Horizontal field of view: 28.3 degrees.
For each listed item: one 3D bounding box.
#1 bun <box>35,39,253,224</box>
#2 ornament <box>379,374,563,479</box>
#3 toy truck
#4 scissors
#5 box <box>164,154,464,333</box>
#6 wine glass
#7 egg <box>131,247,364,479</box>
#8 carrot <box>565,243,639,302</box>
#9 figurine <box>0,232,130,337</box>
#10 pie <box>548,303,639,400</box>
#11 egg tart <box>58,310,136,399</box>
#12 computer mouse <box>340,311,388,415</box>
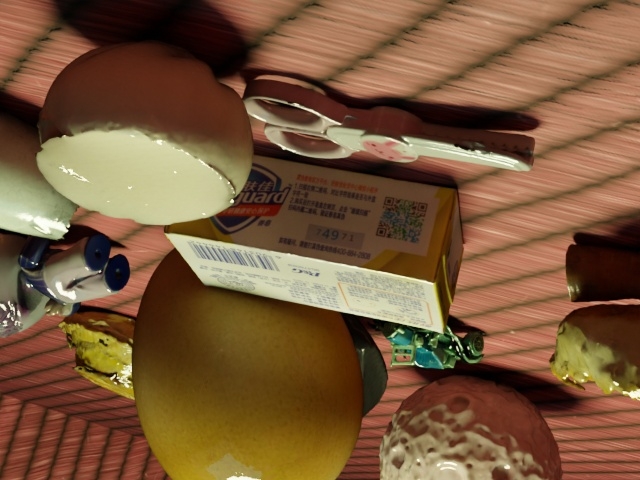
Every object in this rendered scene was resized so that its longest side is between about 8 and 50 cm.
[{"bbox_3d":[-0.133,-0.095,1.006,0.173,0.120,0.173,8,156,4],"label":"bun"},{"bbox_3d":[0.215,0.309,1.792,0.259,0.225,0.259,39,171,7],"label":"ornament"},{"bbox_3d":[0.130,0.129,1.562,0.080,0.078,0.154,-1,157,45],"label":"toy truck"},{"bbox_3d":[0.056,-0.086,1.030,0.242,0.030,0.118,10,163,22],"label":"scissors"},{"bbox_3d":[0.000,0.000,1.230,0.265,0.097,0.168,10,162,14],"label":"box"},{"bbox_3d":[-0.331,-0.075,1.235,0.204,0.111,0.111,21,162,-14],"label":"wine glass"},{"bbox_3d":[-0.085,0.144,1.404,0.250,0.322,0.250,-19,171,-3],"label":"egg"},{"bbox_3d":[0.340,0.035,1.162,0.224,0.057,0.057,2,159,21],"label":"carrot"},{"bbox_3d":[-0.372,0.058,1.664,0.274,0.133,0.194,6,147,17],"label":"figurine"},{"bbox_3d":[0.374,0.100,1.168,0.315,0.092,0.315,1,179,0],"label":"pie"},{"bbox_3d":[-0.322,0.195,2.072,0.241,0.106,0.241,21,162,7],"label":"egg tart"},{"bbox_3d":[0.016,0.128,1.605,0.168,0.087,0.295,41,155,18],"label":"computer mouse"}]
